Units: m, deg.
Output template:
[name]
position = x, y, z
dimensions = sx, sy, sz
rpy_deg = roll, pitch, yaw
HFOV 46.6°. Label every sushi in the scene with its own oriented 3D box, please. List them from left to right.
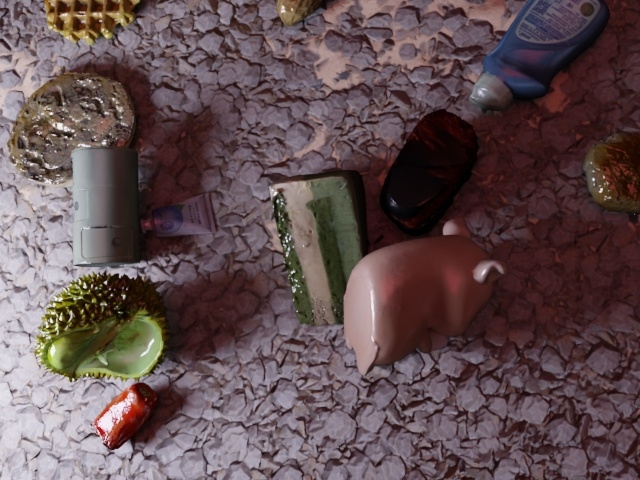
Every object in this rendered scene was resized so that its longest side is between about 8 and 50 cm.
[sushi]
position = 0.196, -0.120, 1.358
dimensions = 0.136, 0.126, 0.225
rpy_deg = 30, 77, 16

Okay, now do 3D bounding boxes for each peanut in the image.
[peanut]
position = -0.021, -0.522, 1.508
dimensions = 0.083, 0.093, 0.194
rpy_deg = 32, 81, 1

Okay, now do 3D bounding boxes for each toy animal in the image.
[toy animal]
position = 0.172, 0.101, 1.266
dimensions = 0.256, 0.195, 0.213
rpy_deg = -13, 118, -13

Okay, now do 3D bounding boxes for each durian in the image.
[durian]
position = -0.390, 0.154, 1.351
dimensions = 0.237, 0.200, 0.176
rpy_deg = -8, 49, -5

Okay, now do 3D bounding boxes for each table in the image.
[table]
position = -0.412, -0.062, 1.429
dimensions = 0.126, 0.126, 0.220
rpy_deg = -4, 85, 9

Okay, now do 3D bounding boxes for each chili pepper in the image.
[chili pepper]
position = -0.356, 0.321, 1.371
dimensions = 0.123, 0.073, 0.070
rpy_deg = -46, 116, -1

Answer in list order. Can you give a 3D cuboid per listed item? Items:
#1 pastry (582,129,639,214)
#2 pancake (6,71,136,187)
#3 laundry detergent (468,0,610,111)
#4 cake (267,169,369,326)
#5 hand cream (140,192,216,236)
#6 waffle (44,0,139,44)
[pastry]
position = 0.543, -0.121, 1.315
dimensions = 0.153, 0.081, 0.153
rpy_deg = -3, 72, 8
[pancake]
position = -0.516, -0.230, 1.543
dimensions = 0.282, 0.049, 0.282
rpy_deg = -2, 75, 8
[laundry detergent]
position = 0.400, -0.354, 1.398
dimensions = 0.143, 0.094, 0.290
rpy_deg = 42, 89, 10
[cake]
position = 0.001, 0.006, 1.335
dimensions = 0.158, 0.172, 0.283
rpy_deg = -6, 77, 11
[hand cream]
position = -0.282, -0.042, 1.460
dimensions = 0.142, 0.053, 0.084
rpy_deg = -12, 74, -4
[waffle]
position = -0.497, -0.547, 1.615
dimensions = 0.253, 0.056, 0.249
rpy_deg = -32, 73, 2
